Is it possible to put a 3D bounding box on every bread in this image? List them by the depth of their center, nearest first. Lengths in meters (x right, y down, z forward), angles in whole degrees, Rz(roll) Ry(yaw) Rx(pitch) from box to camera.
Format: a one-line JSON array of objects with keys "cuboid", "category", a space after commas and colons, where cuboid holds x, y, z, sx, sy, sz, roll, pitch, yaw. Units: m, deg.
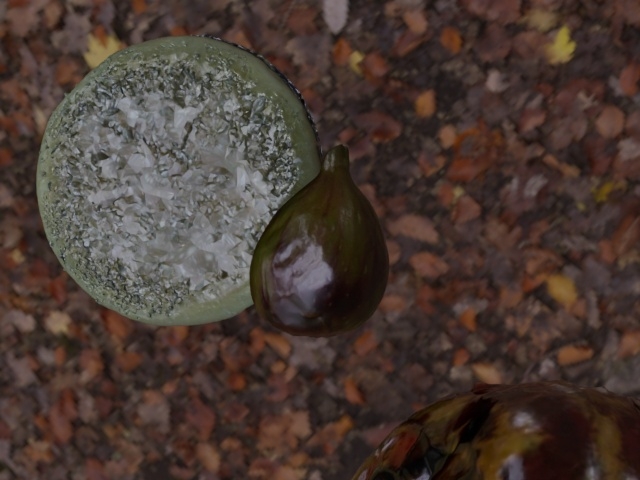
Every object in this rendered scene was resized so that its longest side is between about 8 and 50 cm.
[{"cuboid": [-0.125, -0.051, 1.152, 0.267, 0.040, 0.266, 1, 96, 7], "category": "bread"}]

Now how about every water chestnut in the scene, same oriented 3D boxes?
[{"cuboid": [0.109, 0.211, 0.739, 0.289, 0.244, 0.289, 18, 118, 38], "category": "water chestnut"}]

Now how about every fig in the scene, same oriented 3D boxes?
[{"cuboid": [0.000, 0.000, 1.038, 0.103, 0.109, 0.154, 176, 96, -74], "category": "fig"}]
